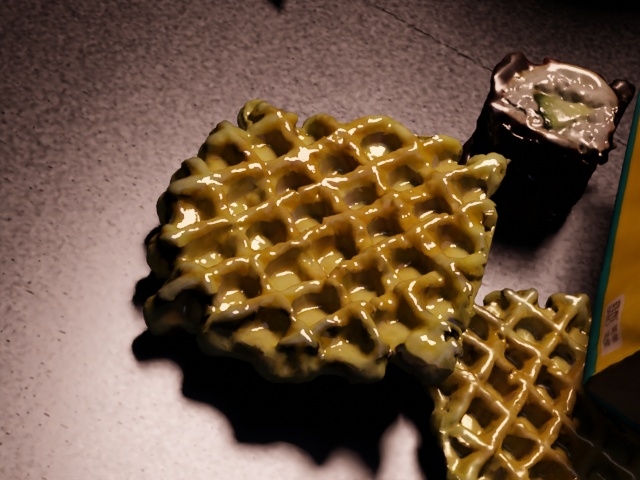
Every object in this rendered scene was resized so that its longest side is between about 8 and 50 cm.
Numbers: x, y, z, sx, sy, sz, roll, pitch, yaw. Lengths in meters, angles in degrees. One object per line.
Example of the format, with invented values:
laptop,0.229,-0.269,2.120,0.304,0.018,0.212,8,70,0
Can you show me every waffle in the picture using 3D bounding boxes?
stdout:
waffle,-0.001,0.002,1.042,0.204,0.054,0.223,13,47,6
waffle,0.143,0.106,1.032,0.169,0.036,0.183,3,54,-20

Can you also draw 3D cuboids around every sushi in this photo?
sushi,0.147,-0.070,1.140,0.094,0.084,0.098,27,45,8

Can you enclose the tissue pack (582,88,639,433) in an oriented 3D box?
tissue pack,0.282,0.013,1.058,0.192,0.134,0.271,36,46,-21
